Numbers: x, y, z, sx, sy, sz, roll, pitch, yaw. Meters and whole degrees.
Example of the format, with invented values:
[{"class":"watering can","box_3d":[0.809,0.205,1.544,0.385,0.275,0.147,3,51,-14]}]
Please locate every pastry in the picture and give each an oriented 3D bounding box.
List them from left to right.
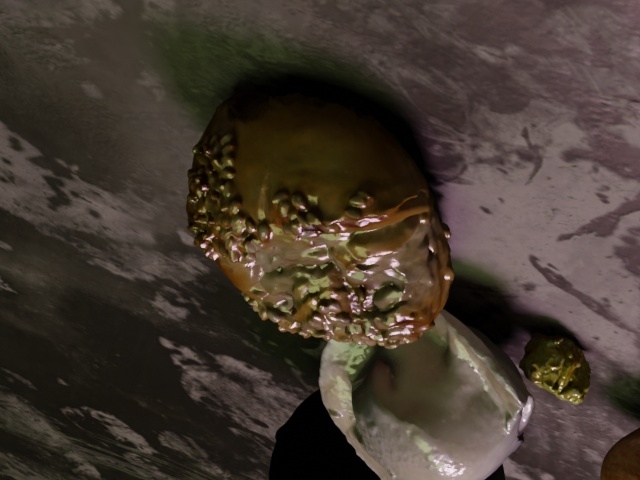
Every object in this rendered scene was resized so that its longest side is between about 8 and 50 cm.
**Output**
[{"class":"pastry","box_3d":[0.000,0.000,1.471,0.255,0.162,0.311,10,149,33]}]

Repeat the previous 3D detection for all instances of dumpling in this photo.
[{"class":"dumpling","box_3d":[0.096,0.172,1.641,0.227,0.243,0.175,41,-163,0]}]

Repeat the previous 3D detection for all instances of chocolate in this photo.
[{"class":"chocolate","box_3d":[0.075,0.290,1.850,0.283,0.283,0.186,23,166,7]}]

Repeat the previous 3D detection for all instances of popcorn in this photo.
[{"class":"popcorn","box_3d":[0.245,0.130,1.604,0.083,0.059,0.068,40,179,8]}]

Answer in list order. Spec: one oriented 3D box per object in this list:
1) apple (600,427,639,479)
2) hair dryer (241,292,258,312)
[{"class":"apple","box_3d":[0.370,0.256,1.635,0.146,0.146,0.131,36,176,-20]},{"class":"hair dryer","box_3d":[-0.029,0.064,1.739,0.124,0.071,0.219,43,158,-29]}]
